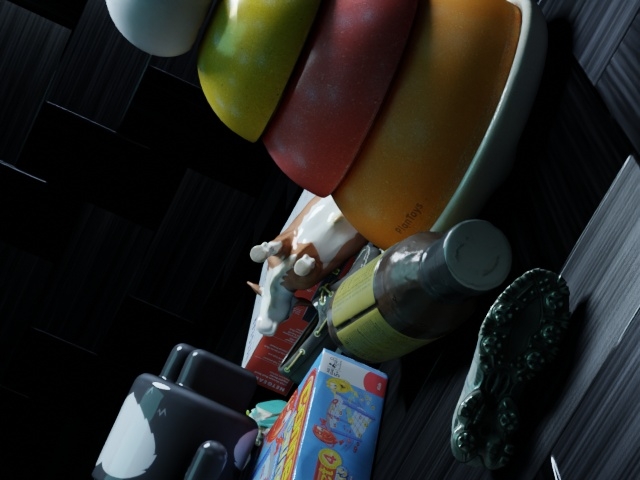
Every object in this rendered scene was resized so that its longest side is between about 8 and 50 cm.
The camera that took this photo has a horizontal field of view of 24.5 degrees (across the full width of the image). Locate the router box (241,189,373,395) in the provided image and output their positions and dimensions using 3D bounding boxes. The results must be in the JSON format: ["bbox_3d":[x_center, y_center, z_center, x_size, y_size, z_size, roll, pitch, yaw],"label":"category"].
[{"bbox_3d":[-0.011,0.029,2.319,0.301,0.082,0.335,-61,10,28],"label":"router box"}]

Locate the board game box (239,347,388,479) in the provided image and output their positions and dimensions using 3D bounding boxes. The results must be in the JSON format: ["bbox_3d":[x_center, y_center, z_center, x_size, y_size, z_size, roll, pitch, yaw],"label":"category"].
[{"bbox_3d":[-0.043,0.332,1.685,0.308,0.086,0.302,-76,13,-50],"label":"board game box"}]

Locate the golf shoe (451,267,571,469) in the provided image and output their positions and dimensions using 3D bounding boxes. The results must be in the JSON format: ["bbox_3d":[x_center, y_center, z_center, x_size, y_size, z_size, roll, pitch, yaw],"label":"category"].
[{"bbox_3d":[0.152,0.104,1.245,0.086,0.069,0.176,-179,114,-87],"label":"golf shoe"}]

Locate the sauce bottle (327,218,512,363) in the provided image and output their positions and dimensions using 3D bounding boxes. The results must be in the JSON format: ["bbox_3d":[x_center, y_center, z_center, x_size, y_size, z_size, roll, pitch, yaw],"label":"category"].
[{"bbox_3d":[0.101,0.054,1.525,0.111,0.111,0.344,-68,11,-17],"label":"sauce bottle"}]

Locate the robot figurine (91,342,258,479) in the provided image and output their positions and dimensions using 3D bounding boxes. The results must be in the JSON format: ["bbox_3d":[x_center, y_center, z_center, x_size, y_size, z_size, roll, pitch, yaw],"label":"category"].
[{"bbox_3d":[-0.185,0.271,1.827,0.278,0.174,0.209,-66,-14,-7],"label":"robot figurine"}]

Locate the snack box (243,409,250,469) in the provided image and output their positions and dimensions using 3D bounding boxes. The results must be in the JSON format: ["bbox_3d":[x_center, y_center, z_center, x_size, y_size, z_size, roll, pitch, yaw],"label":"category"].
[{"bbox_3d":[-0.181,0.332,1.985,0.070,0.175,0.207,159,109,-78],"label":"snack box"}]

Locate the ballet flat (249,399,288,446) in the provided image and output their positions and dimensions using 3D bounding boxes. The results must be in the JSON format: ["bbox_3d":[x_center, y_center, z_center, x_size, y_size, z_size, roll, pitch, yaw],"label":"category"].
[{"bbox_3d":[-0.049,0.266,1.986,0.241,0.091,0.077,-170,74,-85],"label":"ballet flat"}]

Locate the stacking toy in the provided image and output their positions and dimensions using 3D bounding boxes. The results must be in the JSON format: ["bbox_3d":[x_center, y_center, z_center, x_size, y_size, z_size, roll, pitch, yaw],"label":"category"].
[{"bbox_3d":[-0.014,-0.205,1.678,0.350,0.480,0.350,-62,10,19],"label":"stacking toy"}]

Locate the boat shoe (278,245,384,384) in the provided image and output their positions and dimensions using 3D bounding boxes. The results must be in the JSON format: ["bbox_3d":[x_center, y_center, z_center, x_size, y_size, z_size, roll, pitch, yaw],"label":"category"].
[{"bbox_3d":[0.018,0.101,2.003,0.227,0.069,0.081,-63,9,16],"label":"boat shoe"}]

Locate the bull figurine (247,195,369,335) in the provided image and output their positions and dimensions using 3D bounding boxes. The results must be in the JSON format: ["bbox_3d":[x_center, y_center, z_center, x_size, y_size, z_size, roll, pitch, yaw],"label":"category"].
[{"bbox_3d":[0.000,0.000,2.022,0.310,0.101,0.188,-47,-7,3],"label":"bull figurine"}]
